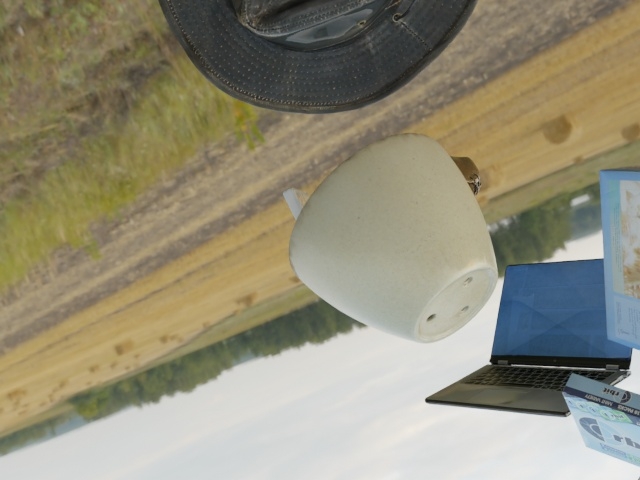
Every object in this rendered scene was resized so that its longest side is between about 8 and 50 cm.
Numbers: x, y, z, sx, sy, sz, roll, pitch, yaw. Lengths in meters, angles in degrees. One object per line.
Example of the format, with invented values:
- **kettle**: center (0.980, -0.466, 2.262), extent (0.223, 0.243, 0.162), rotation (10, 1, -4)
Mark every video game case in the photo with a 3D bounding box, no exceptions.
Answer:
- **video game case**: center (0.000, 0.000, 1.635), extent (0.026, 0.227, 0.206), rotation (-28, 178, 7)

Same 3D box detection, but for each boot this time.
- **boot**: center (0.357, -0.141, 1.993), extent (0.115, 0.112, 0.305), rotation (-8, -150, -3)

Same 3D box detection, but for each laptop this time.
- **laptop**: center (0.483, 0.207, 1.817), extent (0.408, 0.236, 0.382), rotation (-17, -174, -39)

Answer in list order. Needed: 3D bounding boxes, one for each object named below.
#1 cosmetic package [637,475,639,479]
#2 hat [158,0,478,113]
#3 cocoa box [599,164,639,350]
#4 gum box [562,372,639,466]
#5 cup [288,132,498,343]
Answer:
- **cosmetic package**: center (0.974, 0.659, 1.964), extent (0.453, 0.161, 0.230), rotation (31, 180, -43)
- **hat**: center (-0.002, -0.250, 0.698), extent (0.331, 0.331, 0.134), rotation (-23, -159, 13)
- **cocoa box**: center (0.681, 0.028, 1.478), extent (0.227, 0.347, 0.231), rotation (-7, -172, -14)
- **gum box**: center (0.477, 0.292, 1.248), extent (0.157, 0.184, 0.041), rotation (15, -120, 42)
- **cup**: center (0.148, 0.029, 1.303), extent (0.331, 0.237, 0.331), rotation (-26, 145, -20)
